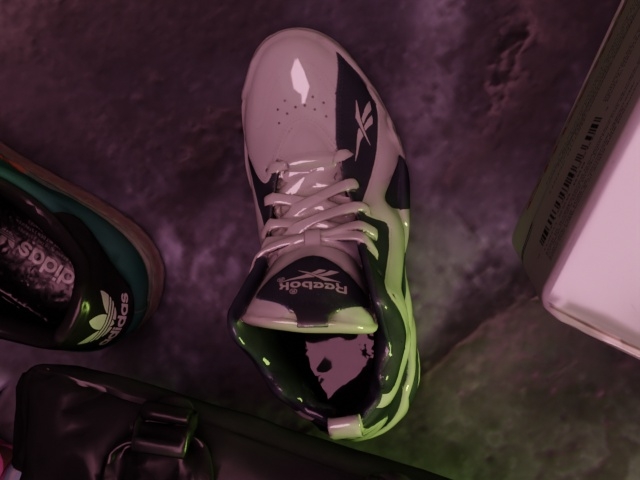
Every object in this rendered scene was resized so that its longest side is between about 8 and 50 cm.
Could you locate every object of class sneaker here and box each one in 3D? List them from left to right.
[{"bbox_3d":[-0.235,-0.027,0.857,0.302,0.121,0.108,24,97,5],"label":"sneaker"},{"bbox_3d":[0.000,0.000,0.813,0.094,0.153,0.235,-3,94,6],"label":"sneaker"}]

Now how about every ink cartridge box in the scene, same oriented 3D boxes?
[{"bbox_3d":[0.191,-0.054,0.718,0.121,0.289,0.211,25,97,2],"label":"ink cartridge box"}]

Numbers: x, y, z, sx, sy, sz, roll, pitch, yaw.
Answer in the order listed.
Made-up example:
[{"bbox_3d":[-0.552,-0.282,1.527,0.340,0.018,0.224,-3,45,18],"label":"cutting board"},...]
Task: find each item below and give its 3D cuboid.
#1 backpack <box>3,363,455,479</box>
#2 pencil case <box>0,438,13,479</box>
[{"bbox_3d":[-0.071,0.278,0.814,0.290,0.273,0.356,16,77,2],"label":"backpack"},{"bbox_3d":[-0.277,0.146,0.895,0.209,0.095,0.098,15,112,8],"label":"pencil case"}]
